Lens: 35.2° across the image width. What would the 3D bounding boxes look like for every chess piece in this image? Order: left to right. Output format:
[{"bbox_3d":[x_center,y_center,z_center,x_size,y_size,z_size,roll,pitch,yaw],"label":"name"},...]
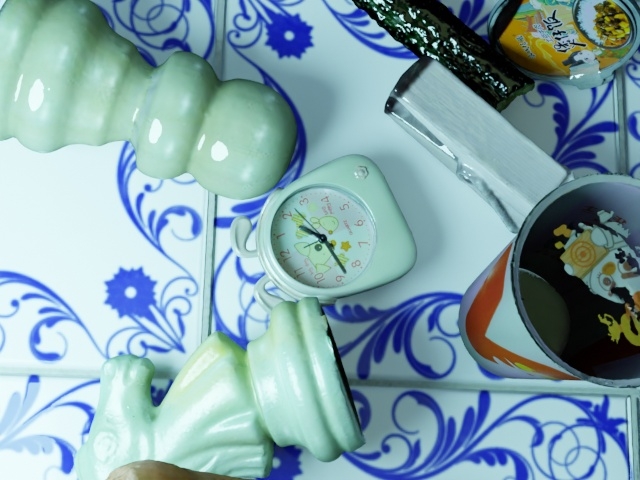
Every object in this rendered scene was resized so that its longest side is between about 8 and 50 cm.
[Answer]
[{"bbox_3d":[-0.185,-0.144,1.087,0.330,0.182,0.182,19,76,-9],"label":"chess piece"},{"bbox_3d":[-0.115,0.178,1.043,0.298,0.176,0.176,-20,81,1],"label":"chess piece"}]

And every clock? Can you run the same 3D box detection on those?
[{"bbox_3d":[0.000,0.000,1.130,0.191,0.062,0.151,-23,83,-12],"label":"clock"}]

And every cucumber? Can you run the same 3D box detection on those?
[{"bbox_3d":[0.122,-0.258,1.200,0.300,0.072,0.072,42,75,3],"label":"cucumber"}]

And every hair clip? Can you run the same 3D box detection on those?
[{"bbox_3d":[0.215,-0.076,1.165,0.331,0.101,0.085,42,72,0],"label":"hair clip"}]

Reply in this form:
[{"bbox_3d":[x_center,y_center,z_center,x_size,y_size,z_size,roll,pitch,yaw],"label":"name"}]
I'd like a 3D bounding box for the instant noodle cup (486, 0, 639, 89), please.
[{"bbox_3d":[0.290,-0.290,1.194,0.177,0.208,0.125,0,60,18],"label":"instant noodle cup"}]

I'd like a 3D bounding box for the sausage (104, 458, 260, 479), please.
[{"bbox_3d":[-0.020,0.276,0.982,0.419,0.094,0.094,14,32,-34],"label":"sausage"}]

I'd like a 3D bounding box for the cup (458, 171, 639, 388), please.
[{"bbox_3d":[0.245,0.066,1.035,0.203,0.288,0.203,2,78,-8],"label":"cup"}]
